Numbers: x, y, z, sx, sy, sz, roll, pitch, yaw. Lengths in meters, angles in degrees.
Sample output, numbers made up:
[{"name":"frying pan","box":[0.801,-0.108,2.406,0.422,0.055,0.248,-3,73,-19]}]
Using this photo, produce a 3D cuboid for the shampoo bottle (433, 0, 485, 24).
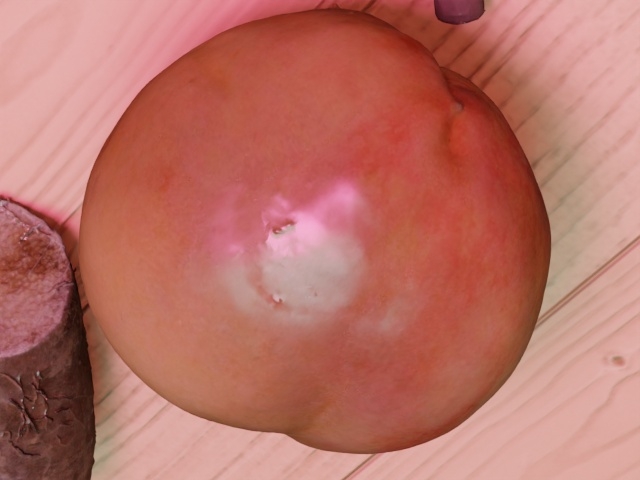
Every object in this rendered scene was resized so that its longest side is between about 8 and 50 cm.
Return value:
[{"name":"shampoo bottle","box":[0.075,-0.204,1.060,0.080,0.040,0.165,-2,127,8]}]

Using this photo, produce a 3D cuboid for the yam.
[{"name":"yam","box":[-0.235,0.102,1.290,0.154,0.154,0.254,3,127,7]}]

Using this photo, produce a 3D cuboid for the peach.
[{"name":"peach","box":[0.001,0.000,1.100,0.292,0.247,0.292,20,147,14]}]
